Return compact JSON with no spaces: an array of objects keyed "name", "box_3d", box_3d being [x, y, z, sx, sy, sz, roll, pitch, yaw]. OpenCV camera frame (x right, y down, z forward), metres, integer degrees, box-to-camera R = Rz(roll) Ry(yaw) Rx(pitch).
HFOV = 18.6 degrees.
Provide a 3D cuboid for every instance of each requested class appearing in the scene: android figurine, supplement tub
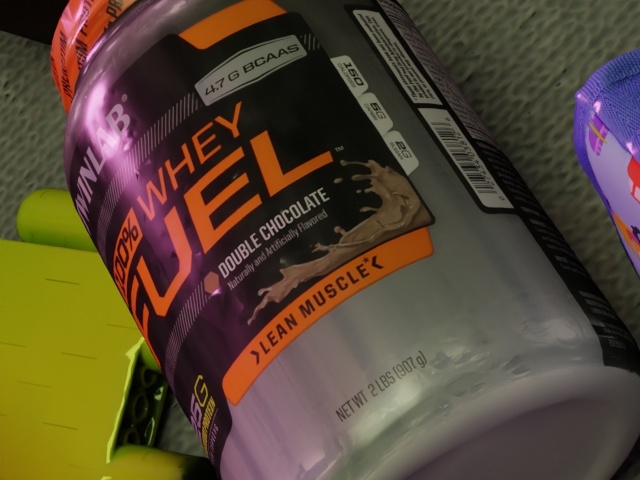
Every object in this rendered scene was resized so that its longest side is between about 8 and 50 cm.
[{"name":"android figurine","box_3d":[-0.172,0.087,1.152,0.272,0.056,0.248,5,76,30]},{"name":"supplement tub","box_3d":[0.000,0.000,0.998,0.207,0.207,0.338,-39,58,12]}]

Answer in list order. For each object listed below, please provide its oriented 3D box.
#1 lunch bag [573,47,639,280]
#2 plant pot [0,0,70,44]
[{"name":"lunch bag","box_3d":[0.214,0.047,0.810,0.138,0.293,0.221,-43,58,10]},{"name":"plant pot","box_3d":[-0.195,-0.232,1.211,0.187,0.188,0.167,47,109,32]}]
